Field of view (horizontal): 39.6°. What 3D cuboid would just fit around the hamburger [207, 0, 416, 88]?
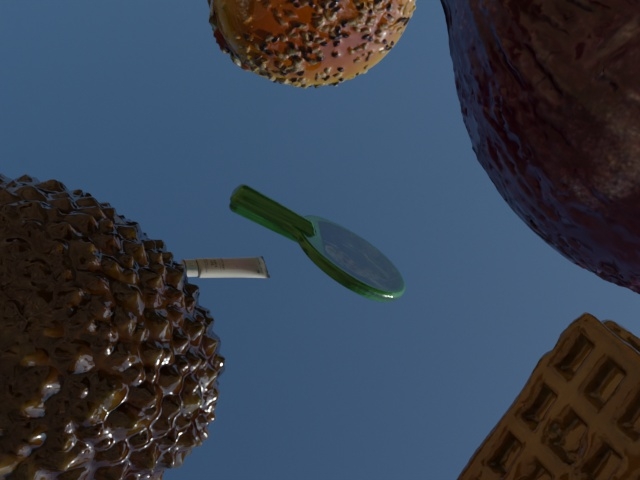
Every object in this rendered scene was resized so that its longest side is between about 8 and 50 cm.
[{"bbox_3d":[-0.009,-0.339,1.176,0.300,0.300,0.176,-14,-142,-12],"label":"hamburger"}]

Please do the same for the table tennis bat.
[{"bbox_3d":[0.000,0.000,1.136,0.257,0.039,0.160,28,-159,-13],"label":"table tennis bat"}]

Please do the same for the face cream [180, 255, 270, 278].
[{"bbox_3d":[-0.120,0.035,1.127,0.115,0.020,0.038,1,-134,-28],"label":"face cream"}]

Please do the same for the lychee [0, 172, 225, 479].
[{"bbox_3d":[-0.202,0.082,0.649,0.267,0.267,0.267,0,-129,-1],"label":"lychee"}]

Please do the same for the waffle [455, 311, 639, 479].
[{"bbox_3d":[0.238,0.252,0.840,0.098,0.328,0.224,26,-167,-33],"label":"waffle"}]

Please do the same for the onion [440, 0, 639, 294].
[{"bbox_3d":[0.137,-0.094,0.476,0.348,0.159,0.267,38,-154,4],"label":"onion"}]
